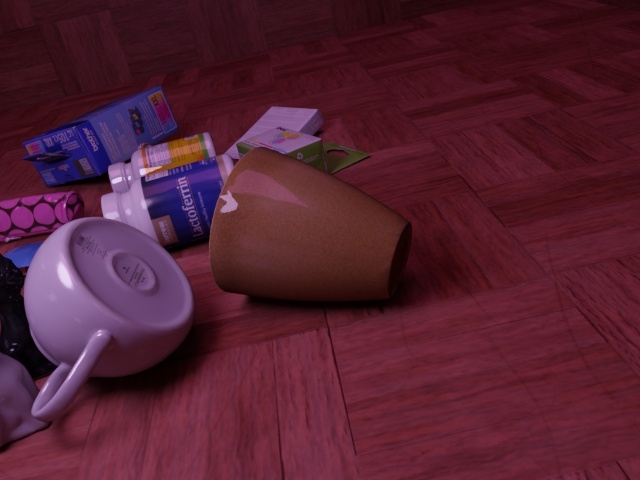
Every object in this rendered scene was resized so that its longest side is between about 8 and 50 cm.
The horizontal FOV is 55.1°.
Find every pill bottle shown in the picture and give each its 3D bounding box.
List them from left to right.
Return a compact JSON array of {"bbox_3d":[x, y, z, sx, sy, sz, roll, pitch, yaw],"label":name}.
[{"bbox_3d":[-0.360,-0.159,1.442,0.246,0.136,0.136,-16,28,-6],"label":"pill bottle"},{"bbox_3d":[-0.285,-0.067,1.220,0.265,0.153,0.153,-18,28,-8],"label":"pill bottle"}]

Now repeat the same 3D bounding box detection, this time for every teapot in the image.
[{"bbox_3d":[-0.319,0.106,0.878,0.187,0.252,0.256,-45,-21,19],"label":"teapot"}]

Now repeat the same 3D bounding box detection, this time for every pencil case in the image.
[{"bbox_3d":[-0.657,-0.054,1.424,0.209,0.098,0.095,-10,-17,6],"label":"pencil case"}]

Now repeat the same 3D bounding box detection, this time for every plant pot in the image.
[{"bbox_3d":[0.000,0.000,0.935,0.254,0.237,0.237,16,36,19],"label":"plant pot"}]

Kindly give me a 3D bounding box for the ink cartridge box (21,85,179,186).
[{"bbox_3d":[-0.638,-0.284,1.744,0.270,0.151,0.395,-5,28,36],"label":"ink cartridge box"}]

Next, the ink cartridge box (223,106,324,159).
[{"bbox_3d":[-0.129,-0.277,1.684,0.189,0.066,0.232,14,59,41],"label":"ink cartridge box"}]

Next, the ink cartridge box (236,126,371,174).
[{"bbox_3d":[-0.040,-0.215,1.456,0.255,0.097,0.189,-28,31,-25],"label":"ink cartridge box"}]

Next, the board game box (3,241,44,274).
[{"bbox_3d":[-0.579,0.039,1.278,0.169,0.033,0.133,-9,22,-3],"label":"board game box"}]

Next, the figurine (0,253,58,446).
[{"bbox_3d":[-0.438,0.137,0.840,0.092,0.209,0.215,-15,28,-3],"label":"figurine"}]

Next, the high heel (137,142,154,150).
[{"bbox_3d":[-0.398,-0.202,1.644,0.186,0.093,0.261,9,3,-20],"label":"high heel"}]
